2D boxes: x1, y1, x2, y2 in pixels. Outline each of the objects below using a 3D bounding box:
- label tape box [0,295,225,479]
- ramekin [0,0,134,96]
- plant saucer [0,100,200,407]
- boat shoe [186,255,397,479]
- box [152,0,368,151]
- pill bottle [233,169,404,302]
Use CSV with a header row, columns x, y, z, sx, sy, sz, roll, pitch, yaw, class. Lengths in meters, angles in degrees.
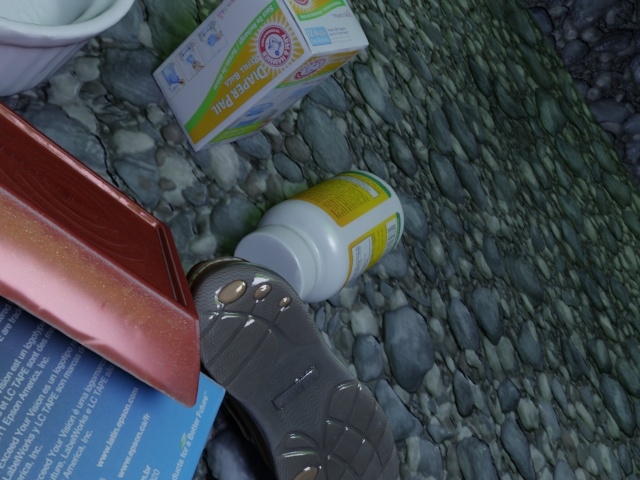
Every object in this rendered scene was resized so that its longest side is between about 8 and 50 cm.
x,y,z,sx,sy,sz,roll,pitch,yaw,class
-0.254,0.119,0.421,0.347,0.115,0.249,39,42,-21,label tape box
-0.306,-0.255,0.577,0.277,0.135,0.277,26,50,-36,ramekin
-0.192,-0.020,0.500,0.258,0.048,0.259,40,4,-26,plant saucer
-0.027,0.144,0.642,0.123,0.116,0.324,-32,115,-17,boat shoe
-0.068,-0.197,0.748,0.114,0.203,0.103,-28,89,-52,box
0.000,0.000,0.771,0.208,0.117,0.118,-33,92,-52,pill bottle
